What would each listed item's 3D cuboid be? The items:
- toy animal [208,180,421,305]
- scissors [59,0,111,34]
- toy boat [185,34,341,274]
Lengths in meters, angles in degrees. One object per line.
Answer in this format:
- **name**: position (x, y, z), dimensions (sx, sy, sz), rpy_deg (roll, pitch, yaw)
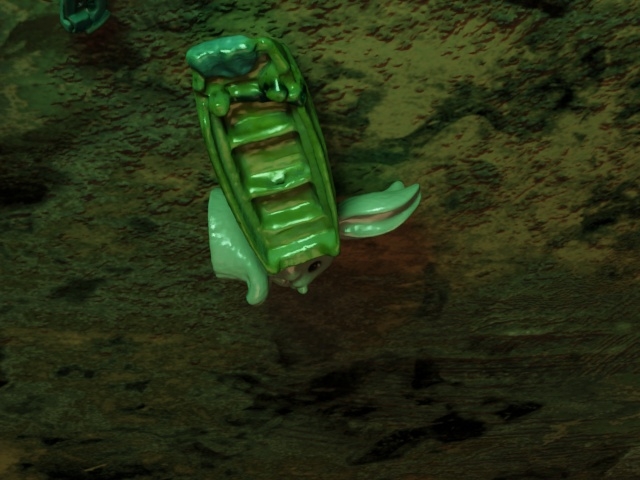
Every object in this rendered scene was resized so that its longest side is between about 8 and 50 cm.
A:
- **toy animal**: position (-0.002, 0.000, 1.492), dimensions (0.220, 0.131, 0.104), rpy_deg (-4, 171, 1)
- **scissors**: position (-0.168, -0.273, 1.083), dimensions (0.180, 0.032, 0.393), rpy_deg (-33, 167, -24)
- **toy boat**: position (-0.052, -0.094, 1.353), dimensions (0.111, 0.084, 0.276), rpy_deg (-14, 131, 7)
